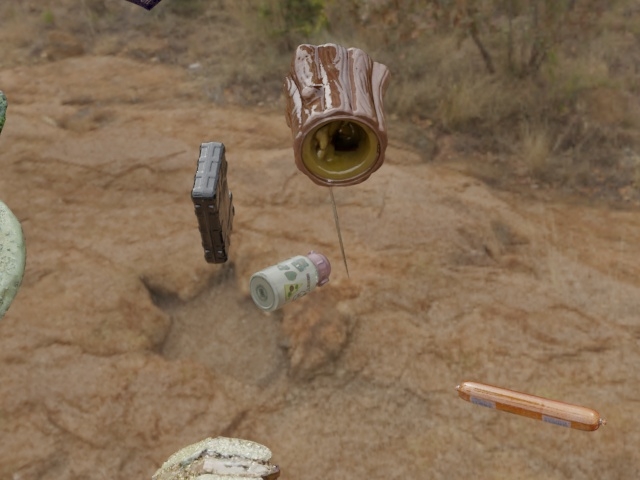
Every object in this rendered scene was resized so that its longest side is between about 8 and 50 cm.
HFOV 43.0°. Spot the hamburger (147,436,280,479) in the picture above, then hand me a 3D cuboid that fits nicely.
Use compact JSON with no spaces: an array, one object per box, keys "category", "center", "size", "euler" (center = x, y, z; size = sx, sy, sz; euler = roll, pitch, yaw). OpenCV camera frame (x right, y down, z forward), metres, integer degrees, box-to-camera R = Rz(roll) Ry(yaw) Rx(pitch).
[{"category":"hamburger","center":[-0.237,0.531,1.771],"size":[0.282,0.245,0.155],"euler":[15,36,4]}]

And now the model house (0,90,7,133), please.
[{"category":"model house","center":[-0.804,-0.275,1.717],"size":[0.195,0.189,0.214],"euler":[-46,65,14]}]

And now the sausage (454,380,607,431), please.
[{"category":"sausage","center":[0.462,0.369,1.819],"size":[0.348,0.053,0.053],"euler":[8,38,33]}]

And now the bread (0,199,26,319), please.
[{"category":"bread","center":[-0.479,0.046,0.975],"size":[0.267,0.040,0.266],"euler":[-7,57,10]}]

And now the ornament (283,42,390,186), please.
[{"category":"ornament","center":[0.029,-0.236,1.537],"size":[0.235,0.221,0.217],"euler":[-23,41,15]}]

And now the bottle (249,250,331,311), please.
[{"category":"bottle","center":[-0.073,0.107,2.294],"size":[0.120,0.120,0.253],"euler":[20,30,40]}]

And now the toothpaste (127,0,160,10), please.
[{"category":"toothpaste","center":[-0.193,-0.455,1.191],"size":[0.320,0.076,0.066],"euler":[-25,65,38]}]

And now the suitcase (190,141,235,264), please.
[{"category":"suitcase","center":[-0.278,-0.095,2.132],"size":[0.066,0.285,0.206],"euler":[1,50,2]}]

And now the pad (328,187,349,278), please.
[{"category":"pad","center":[0.023,-0.001,1.934],"size":[0.055,0.249,0.323],"euler":[-4,25,16]}]
